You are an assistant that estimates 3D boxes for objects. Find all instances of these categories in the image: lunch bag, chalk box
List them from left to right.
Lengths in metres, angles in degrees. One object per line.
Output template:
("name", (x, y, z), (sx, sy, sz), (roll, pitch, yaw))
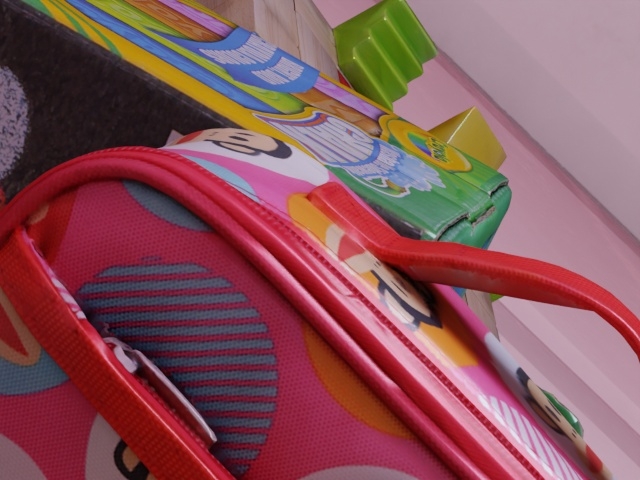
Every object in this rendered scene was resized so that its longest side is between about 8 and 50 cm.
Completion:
("chalk box", (-0.046, 0.025, 0.599), (0.289, 0.180, 0.179), (31, 14, 8))
("lunch bag", (0.001, 0.117, 0.447), (0.293, 0.258, 0.120), (45, 15, 5))

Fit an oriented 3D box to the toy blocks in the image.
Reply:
("toy blocks", (0.000, 0.000, 0.926), (0.381, 0.190, 0.261), (52, 18, -32))
